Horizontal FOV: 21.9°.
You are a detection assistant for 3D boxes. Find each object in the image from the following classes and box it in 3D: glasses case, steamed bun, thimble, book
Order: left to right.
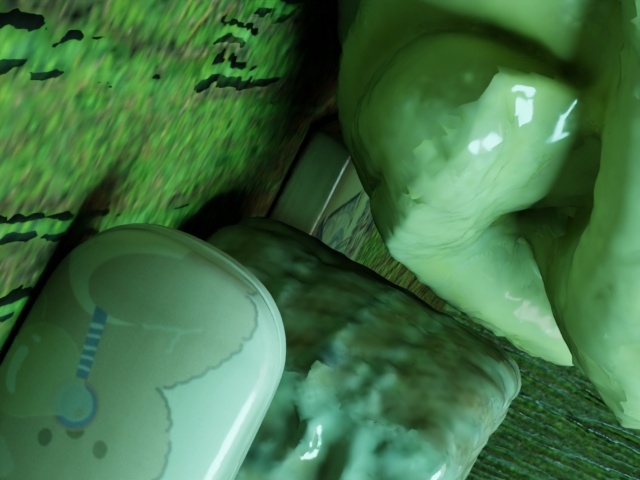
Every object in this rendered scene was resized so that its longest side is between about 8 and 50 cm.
[{"bbox_3d":[-0.080,0.092,0.511,0.204,0.081,0.051,-64,170,9],"label":"glasses case"},{"bbox_3d":[-0.022,0.100,0.693,0.196,0.148,0.229,-59,170,1],"label":"thimble"},{"bbox_3d":[0.000,0.000,0.909,0.161,0.026,0.231,-64,173,16],"label":"book"},{"bbox_3d":[0.151,-0.045,0.689,0.230,0.325,0.372,-56,-172,4],"label":"steamed bun"}]
